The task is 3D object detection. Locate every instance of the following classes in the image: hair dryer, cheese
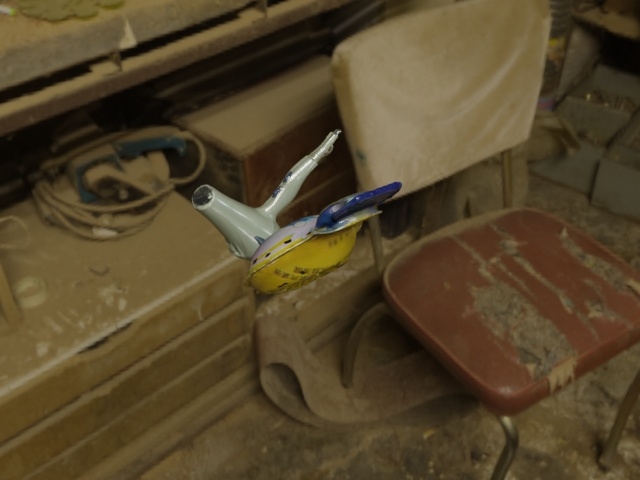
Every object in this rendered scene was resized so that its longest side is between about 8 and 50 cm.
[{"bbox_3d":[-0.066,-0.067,0.914,0.067,0.199,0.167,38,13,35],"label":"hair dryer"},{"bbox_3d":[0.000,0.000,0.826,0.156,0.250,0.064,-21,79,-39],"label":"cheese"}]
